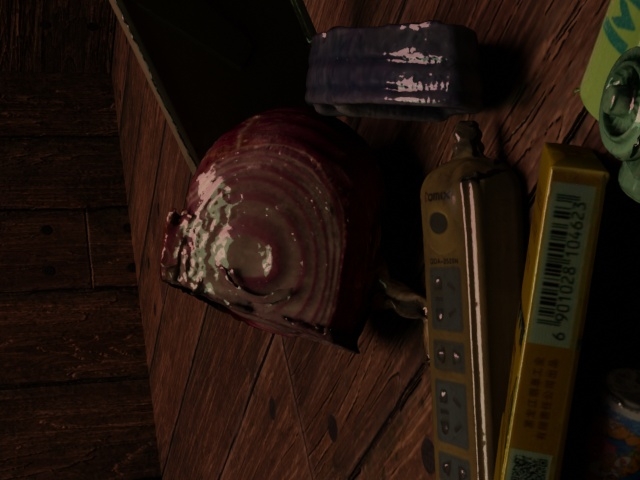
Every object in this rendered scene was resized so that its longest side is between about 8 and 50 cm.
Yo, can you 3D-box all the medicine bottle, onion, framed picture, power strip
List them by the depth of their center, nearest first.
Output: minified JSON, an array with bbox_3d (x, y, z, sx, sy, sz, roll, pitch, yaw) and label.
[{"bbox_3d":[0.186,0.172,0.650,0.051,0.051,0.191,-119,31,-54],"label":"medicine bottle"},{"bbox_3d":[0.126,0.093,0.801,0.092,0.066,0.387,174,95,-69],"label":"power strip"},{"bbox_3d":[-0.026,-0.015,1.017,0.256,0.273,0.230,167,117,-74],"label":"onion"},{"bbox_3d":[-0.103,-0.226,1.071,0.020,0.211,0.289,11,130,56],"label":"framed picture"}]

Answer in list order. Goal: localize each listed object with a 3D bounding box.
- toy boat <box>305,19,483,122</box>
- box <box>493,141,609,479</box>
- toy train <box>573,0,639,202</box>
[{"bbox_3d":[0.066,-0.144,0.866,0.283,0.127,0.078,-158,74,-72],"label":"toy boat"},{"bbox_3d":[0.148,0.079,0.649,0.153,0.041,0.278,-44,-39,-74],"label":"box"},{"bbox_3d":[0.205,-0.147,0.505,0.157,0.105,0.253,-96,13,-51],"label":"toy train"}]
